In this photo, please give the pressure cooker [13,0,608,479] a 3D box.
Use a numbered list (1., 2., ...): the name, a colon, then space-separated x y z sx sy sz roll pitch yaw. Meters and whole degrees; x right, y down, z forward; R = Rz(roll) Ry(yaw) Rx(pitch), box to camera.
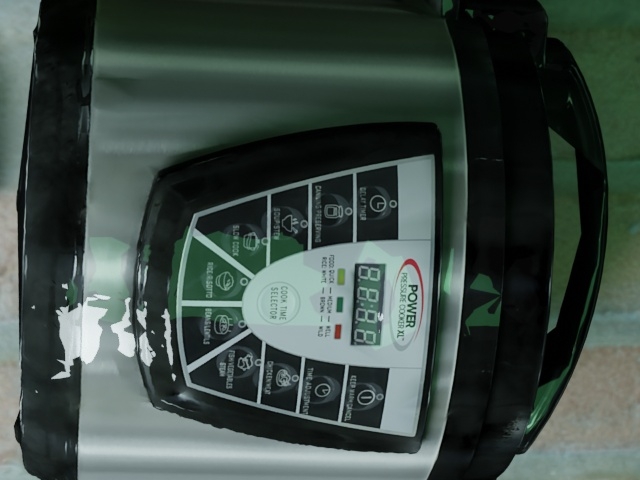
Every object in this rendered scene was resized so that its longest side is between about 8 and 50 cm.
1. pressure cooker: -0.001 -0.003 1.110 0.420 0.375 0.370 3 149 -8
